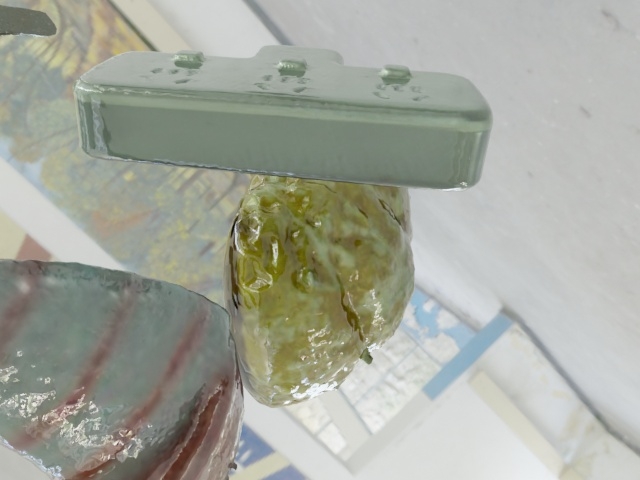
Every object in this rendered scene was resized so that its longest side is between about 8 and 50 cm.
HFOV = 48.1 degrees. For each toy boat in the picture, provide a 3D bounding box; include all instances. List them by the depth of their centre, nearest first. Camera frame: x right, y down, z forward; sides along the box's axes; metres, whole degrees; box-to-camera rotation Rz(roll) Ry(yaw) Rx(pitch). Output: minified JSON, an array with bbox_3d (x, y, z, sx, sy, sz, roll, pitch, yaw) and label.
[{"bbox_3d":[-0.148,0.088,0.432,0.096,0.206,0.282,17,152,39],"label":"toy boat"}]

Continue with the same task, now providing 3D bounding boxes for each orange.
[{"bbox_3d":[0.000,0.000,0.810,0.270,0.211,0.368,79,-168,-54],"label":"orange"}]

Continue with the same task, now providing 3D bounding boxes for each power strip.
[{"bbox_3d":[-0.021,-0.102,0.517,0.265,0.059,0.193,4,-156,1],"label":"power strip"}]

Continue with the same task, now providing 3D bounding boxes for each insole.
[{"bbox_3d":[-0.391,-0.253,0.819,0.192,0.010,0.063,-16,-112,-53],"label":"insole"}]
